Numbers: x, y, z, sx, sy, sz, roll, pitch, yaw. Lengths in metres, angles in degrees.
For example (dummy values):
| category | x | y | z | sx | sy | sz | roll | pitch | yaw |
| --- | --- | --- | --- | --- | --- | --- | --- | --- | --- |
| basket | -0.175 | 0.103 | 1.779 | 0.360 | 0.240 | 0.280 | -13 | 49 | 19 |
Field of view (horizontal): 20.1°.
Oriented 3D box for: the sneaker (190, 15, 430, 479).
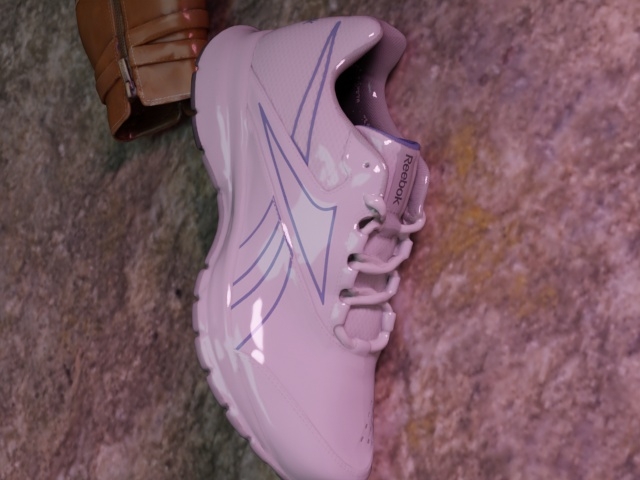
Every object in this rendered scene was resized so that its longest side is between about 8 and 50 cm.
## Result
| category | x | y | z | sx | sy | sz | roll | pitch | yaw |
| --- | --- | --- | --- | --- | --- | --- | --- | --- | --- |
| sneaker | 0.000 | 0.000 | 1.052 | 0.129 | 0.111 | 0.297 | -15 | 74 | 31 |

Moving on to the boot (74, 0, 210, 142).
| category | x | y | z | sx | sy | sz | roll | pitch | yaw |
| --- | --- | --- | --- | --- | --- | --- | --- | --- | --- |
| boot | -0.088 | -0.163 | 1.177 | 0.197 | 0.073 | 0.152 | -33 | 61 | 45 |
